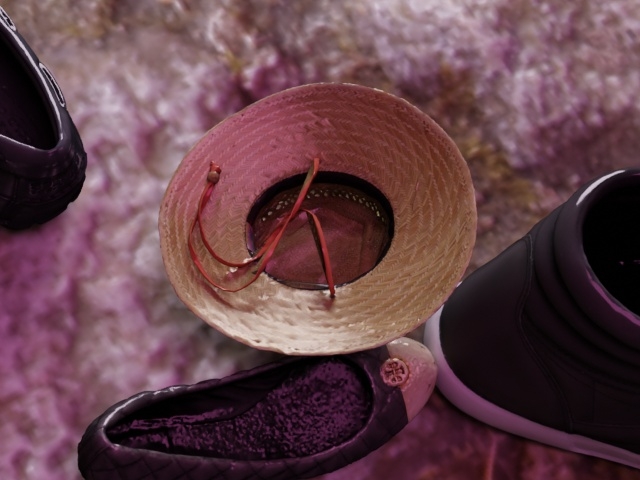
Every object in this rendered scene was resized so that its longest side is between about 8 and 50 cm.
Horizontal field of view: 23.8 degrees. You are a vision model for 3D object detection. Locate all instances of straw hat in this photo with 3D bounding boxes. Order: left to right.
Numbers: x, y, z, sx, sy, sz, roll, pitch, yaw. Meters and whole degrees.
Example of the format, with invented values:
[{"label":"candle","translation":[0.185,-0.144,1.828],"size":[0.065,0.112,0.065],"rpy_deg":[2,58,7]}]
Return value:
[{"label":"straw hat","translation":[0.000,0.000,0.707],"size":[0.144,0.061,0.145],"rpy_deg":[-1,66,3]}]

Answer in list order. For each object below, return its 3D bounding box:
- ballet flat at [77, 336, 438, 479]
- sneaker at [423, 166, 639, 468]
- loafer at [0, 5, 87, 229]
[{"label":"ballet flat","translation":[-0.022,0.080,0.672],"size":[0.173,0.049,0.057],"rpy_deg":[-16,72,-21]},{"label":"sneaker","translation":[0.208,0.052,0.693],"size":[0.295,0.147,0.105],"rpy_deg":[13,62,-11]},{"label":"loafer","translation":[-0.185,-0.104,0.693],"size":[0.076,0.078,0.223],"rpy_deg":[-38,80,-26]}]
